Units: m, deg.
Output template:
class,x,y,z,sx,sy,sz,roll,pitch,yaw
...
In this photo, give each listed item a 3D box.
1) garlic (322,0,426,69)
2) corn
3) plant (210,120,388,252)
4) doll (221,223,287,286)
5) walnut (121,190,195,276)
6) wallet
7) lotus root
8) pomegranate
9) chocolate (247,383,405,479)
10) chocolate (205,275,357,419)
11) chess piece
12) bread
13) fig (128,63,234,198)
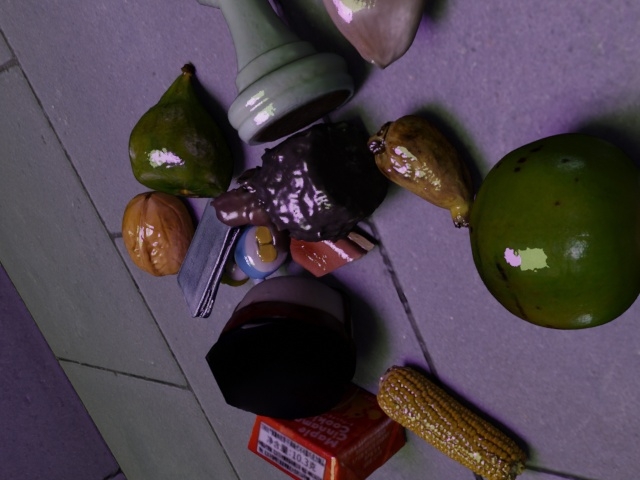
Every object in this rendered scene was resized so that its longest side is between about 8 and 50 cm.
class,x,y,z,sx,sy,sz,roll,pitch,yaw
garlic,0.073,-0.378,0.942,0.143,0.112,0.318,14,126,13
corn,0.224,0.329,1.362,0.293,0.106,0.106,34,140,27
plant,-0.018,-0.078,1.229,0.234,0.204,0.178,-32,84,44
doll,-0.144,0.034,1.546,0.135,0.099,0.241,53,143,-8
walnut,-0.357,-0.012,1.704,0.159,0.159,0.206,23,129,36
wallet,-0.230,0.034,1.557,0.222,0.036,0.167,-67,30,19
lotus root,0.158,-0.099,1.099,0.191,0.094,0.108,41,165,4
pomegranate,0.323,-0.008,0.887,0.302,0.236,0.235,4,122,34
chocolate,0.015,0.379,1.538,0.237,0.235,0.108,24,124,36
chocolate,-0.064,0.186,1.460,0.284,0.186,0.283,0,128,-1
chess piece,-0.095,-0.311,1.144,0.195,0.195,0.299,-31,86,55
bread,0.001,-0.001,1.373,0.192,0.067,0.119,38,133,20
fig,-0.257,-0.206,1.457,0.203,0.203,0.235,-8,74,51
